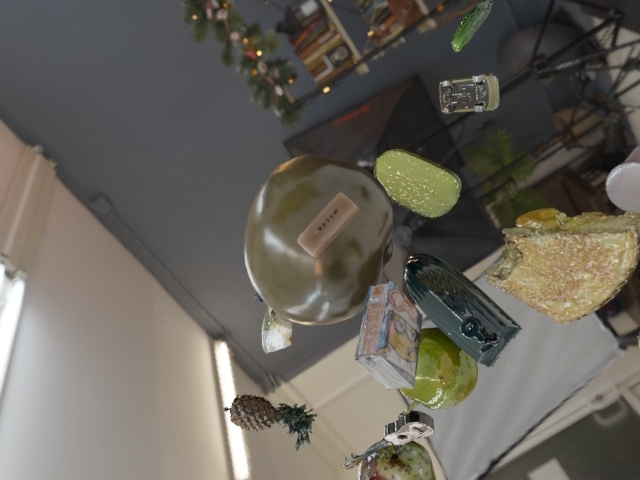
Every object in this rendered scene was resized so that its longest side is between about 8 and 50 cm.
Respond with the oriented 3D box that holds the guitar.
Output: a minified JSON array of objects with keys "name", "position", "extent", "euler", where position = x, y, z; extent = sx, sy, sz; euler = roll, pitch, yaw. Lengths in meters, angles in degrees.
[{"name":"guitar","position":[0.149,0.473,1.641],"extent":[0.084,0.271,0.038],"euler":[34,-145,-29]}]

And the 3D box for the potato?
[{"name":"potato","position":[0.291,-0.176,2.028],"extent":[0.272,0.160,0.111],"euler":[25,-149,22]}]

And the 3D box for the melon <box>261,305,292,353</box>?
[{"name":"melon","position":[-0.127,0.235,2.085],"extent":[0.139,0.093,0.202],"euler":[87,-171,-76]}]

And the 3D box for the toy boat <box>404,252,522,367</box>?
[{"name":"toy boat","position":[0.275,0.126,1.446],"extent":[0.122,0.114,0.296],"euler":[14,-154,-50]}]

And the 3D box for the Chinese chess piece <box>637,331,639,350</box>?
[{"name":"Chinese chess piece","position":[0.743,0.218,1.491],"extent":[0.122,0.122,0.051],"euler":[56,175,-10]}]

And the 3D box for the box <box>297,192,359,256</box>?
[{"name":"box","position":[0.012,-0.027,1.182],"extent":[0.048,0.115,0.025],"euler":[46,-174,26]}]

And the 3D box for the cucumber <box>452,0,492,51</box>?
[{"name":"cucumber","position":[0.306,-0.440,1.399],"extent":[0.037,0.155,0.037],"euler":[32,163,11]}]

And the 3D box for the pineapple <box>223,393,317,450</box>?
[{"name":"pineapple","position":[-0.122,0.421,1.648],"extent":[0.103,0.221,0.083],"euler":[-79,2,-46]}]

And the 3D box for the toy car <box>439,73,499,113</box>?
[{"name":"toy car","position":[0.441,-0.417,1.985],"extent":[0.257,0.124,0.101],"euler":[-159,60,-67]}]

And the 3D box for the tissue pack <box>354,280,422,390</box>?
[{"name":"tissue pack","position":[0.122,0.166,1.213],"extent":[0.115,0.065,0.155],"euler":[48,-137,-35]}]

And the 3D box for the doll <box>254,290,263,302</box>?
[{"name":"doll","position":[-0.178,0.132,2.156],"extent":[0.027,0.037,0.125],"euler":[86,-165,-67]}]

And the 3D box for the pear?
[{"name":"pear","position":[0.235,0.292,1.489],"extent":[0.180,0.216,0.166],"euler":[26,169,13]}]

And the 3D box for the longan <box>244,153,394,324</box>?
[{"name":"longan","position":[0.000,0.000,1.495],"extent":[0.361,0.361,0.361],"euler":[56,-174,-9]}]

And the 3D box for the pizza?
[{"name":"pizza","position":[0.405,0.031,1.185],"extent":[0.323,0.223,0.089],"euler":[95,-167,-56]}]

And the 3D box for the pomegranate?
[{"name":"pomegranate","position":[0.178,0.620,1.773],"extent":[0.248,0.214,0.214],"euler":[-19,-106,-53]}]

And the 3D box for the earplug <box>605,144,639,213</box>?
[{"name":"earplug","position":[1.024,-0.228,2.190],"extent":[0.301,0.172,0.172],"euler":[-41,-79,-42]}]
